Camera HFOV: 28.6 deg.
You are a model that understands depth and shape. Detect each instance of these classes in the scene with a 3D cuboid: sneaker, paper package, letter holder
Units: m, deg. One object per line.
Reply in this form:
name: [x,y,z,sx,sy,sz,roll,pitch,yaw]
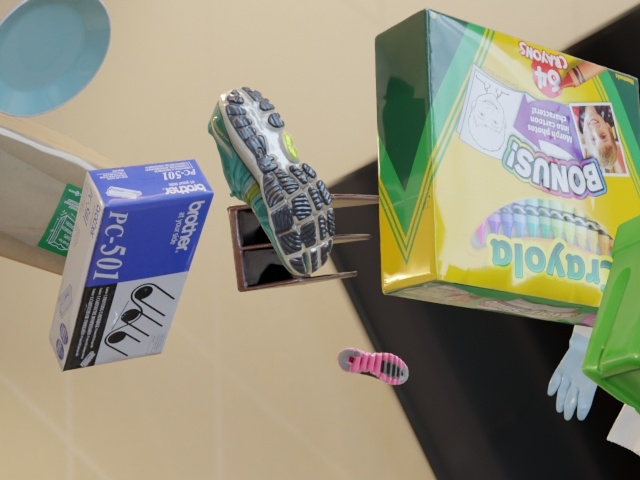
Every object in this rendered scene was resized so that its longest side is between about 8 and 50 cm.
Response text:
sneaker: [0.079,0.195,1.967,0.119,0.047,0.057,18,-11,-11]
paper package: [-0.435,-0.083,1.731,0.325,0.309,0.168,24,-86,-46]
letter holder: [0.000,0.000,2.267,0.214,0.152,0.302,-8,-2,21]
sneaker: [-0.070,-0.076,1.722,0.107,0.275,0.110,-20,-10,-36]

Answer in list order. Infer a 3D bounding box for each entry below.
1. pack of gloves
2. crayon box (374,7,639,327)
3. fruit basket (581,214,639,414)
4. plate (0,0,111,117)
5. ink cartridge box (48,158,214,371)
pack of gloves: [0.456,0.198,1.923,0.046,0.195,0.232,-9,-61,-62]
crayon box: [0.236,-0.072,1.487,0.363,0.313,0.106,10,-20,-35]
fruit basket: [0.484,0.052,1.182,0.392,0.392,0.283,-23,-7,-16]
plate: [-0.343,-0.236,1.556,0.188,0.024,0.188,-33,-31,-23]
ink cartridge box: [-0.164,0.024,1.066,0.097,0.046,0.207,-9,-40,-30]
